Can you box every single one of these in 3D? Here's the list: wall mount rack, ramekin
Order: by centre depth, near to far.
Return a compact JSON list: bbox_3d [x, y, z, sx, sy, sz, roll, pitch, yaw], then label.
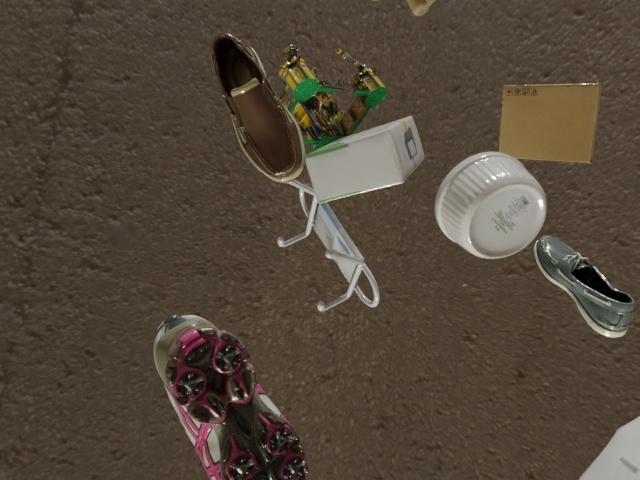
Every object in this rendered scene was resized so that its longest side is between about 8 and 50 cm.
[{"bbox_3d":[0.342,-0.061,1.071,0.207,0.109,0.207,-7,121,-11],"label":"ramekin"},{"bbox_3d":[0.000,0.000,1.198,0.130,0.304,0.350,-24,65,-20],"label":"wall mount rack"}]

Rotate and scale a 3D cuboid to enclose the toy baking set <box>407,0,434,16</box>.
[{"bbox_3d":[0.122,-0.345,0.504,0.197,0.030,0.256,-2,89,38],"label":"toy baking set"}]

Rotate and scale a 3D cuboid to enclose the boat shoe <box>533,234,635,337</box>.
[{"bbox_3d":[0.620,0.078,1.275,0.116,0.099,0.319,-8,41,-10],"label":"boat shoe"}]

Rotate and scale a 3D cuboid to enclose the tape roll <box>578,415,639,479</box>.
[{"bbox_3d":[0.253,0.198,0.229,0.286,0.100,0.286,-1,85,8],"label":"tape roll"}]

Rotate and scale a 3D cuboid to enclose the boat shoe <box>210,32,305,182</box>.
[{"bbox_3d":[-0.107,-0.207,0.833,0.095,0.095,0.257,-30,72,6],"label":"boat shoe"}]

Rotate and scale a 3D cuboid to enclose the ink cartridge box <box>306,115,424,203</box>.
[{"bbox_3d":[0.085,-0.147,0.962,0.154,0.212,0.093,-13,102,24],"label":"ink cartridge box"}]

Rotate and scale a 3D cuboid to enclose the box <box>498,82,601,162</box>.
[{"bbox_3d":[0.496,-0.258,1.189,0.201,0.021,0.164,11,109,37],"label":"box"}]

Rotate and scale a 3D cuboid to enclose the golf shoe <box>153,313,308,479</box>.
[{"bbox_3d":[-0.066,0.135,0.409,0.067,0.086,0.186,-28,109,-24],"label":"golf shoe"}]

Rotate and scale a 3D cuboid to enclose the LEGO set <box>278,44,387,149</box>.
[{"bbox_3d":[-0.031,-0.349,1.261,0.331,0.255,0.192,-14,61,-36],"label":"LEGO set"}]
